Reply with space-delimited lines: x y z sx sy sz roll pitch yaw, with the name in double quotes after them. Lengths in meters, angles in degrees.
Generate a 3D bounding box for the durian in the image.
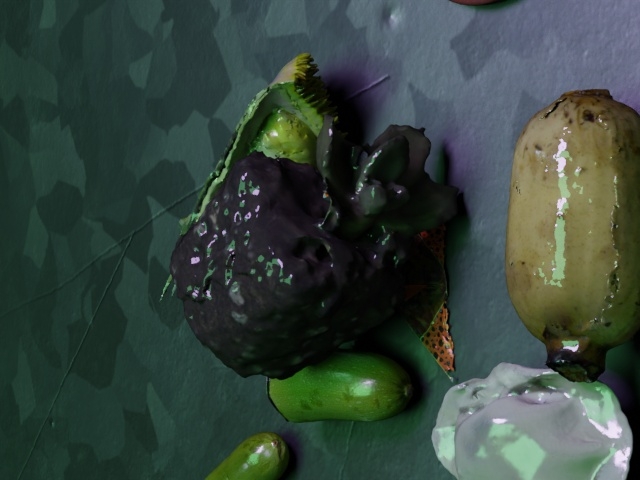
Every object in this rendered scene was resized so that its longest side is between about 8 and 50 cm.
-0.081 -0.091 2.001 0.158 0.169 0.352 57 131 31 "durian"

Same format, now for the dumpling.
0.212 0.204 1.694 0.250 0.132 0.162 9 93 45 "dumpling"

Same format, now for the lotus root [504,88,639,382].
0.258 -0.003 1.629 0.160 0.146 0.284 169 106 -68 "lotus root"

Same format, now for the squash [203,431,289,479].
-0.105 0.302 2.122 0.201 0.066 0.066 -42 60 42 "squash"

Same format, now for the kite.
0.105 0.049 1.911 0.125 0.008 0.222 -3 89 50 "kite"

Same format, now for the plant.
0.000 0.000 1.840 0.312 0.215 0.213 -35 59 32 "plant"

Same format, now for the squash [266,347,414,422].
0.031 0.166 1.944 0.188 0.095 0.095 -7 86 46 "squash"

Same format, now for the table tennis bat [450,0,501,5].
0.197 -0.349 1.767 0.310 0.038 0.200 9 98 50 "table tennis bat"
